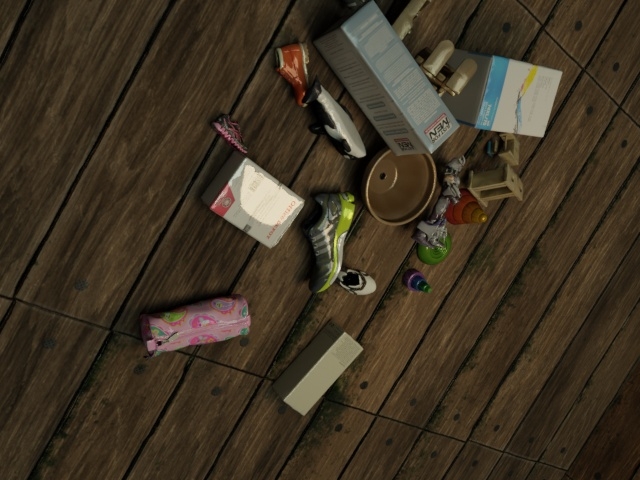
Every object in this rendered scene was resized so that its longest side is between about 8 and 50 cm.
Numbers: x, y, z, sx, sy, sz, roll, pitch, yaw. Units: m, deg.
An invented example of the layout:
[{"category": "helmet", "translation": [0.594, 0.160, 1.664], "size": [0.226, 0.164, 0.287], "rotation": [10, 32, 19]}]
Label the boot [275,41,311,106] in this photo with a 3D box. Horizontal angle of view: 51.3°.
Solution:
[{"category": "boot", "translation": [-0.071, -0.409, 1.660], "size": [0.084, 0.059, 0.158], "rotation": [-14, 109, -21]}]

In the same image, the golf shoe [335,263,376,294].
[{"category": "golf shoe", "translation": [0.103, 0.127, 1.966], "size": [0.198, 0.094, 0.077], "rotation": [23, 97, -37]}]

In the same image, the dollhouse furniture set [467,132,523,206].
[{"category": "dollhouse furniture set", "translation": [0.553, -0.220, 2.081], "size": [0.129, 0.129, 0.184], "rotation": [37, 55, -43]}]

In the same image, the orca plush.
[{"category": "orca plush", "translation": [0.014, -0.293, 1.725], "size": [0.102, 0.151, 0.287], "rotation": [-19, 156, 21]}]

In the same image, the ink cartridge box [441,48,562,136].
[{"category": "ink cartridge box", "translation": [0.501, -0.420, 1.896], "size": [0.270, 0.198, 0.197], "rotation": [1, 109, -30]}]

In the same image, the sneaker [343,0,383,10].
[{"category": "sneaker", "translation": [0.071, -0.624, 1.632], "size": [0.234, 0.078, 0.106], "rotation": [3, 106, -33]}]

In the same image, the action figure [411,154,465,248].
[{"category": "action figure", "translation": [0.369, -0.119, 1.974], "size": [0.185, 0.099, 0.285], "rotation": [-22, 133, -68]}]

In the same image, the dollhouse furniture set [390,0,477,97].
[{"category": "dollhouse furniture set", "translation": [0.291, -0.502, 1.736], "size": [0.242, 0.212, 0.161], "rotation": [37, 92, -9]}]

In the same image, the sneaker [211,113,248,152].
[{"category": "sneaker", "translation": [-0.213, -0.266, 1.647], "size": [0.119, 0.047, 0.057], "rotation": [45, 74, -37]}]

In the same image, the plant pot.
[{"category": "plant pot", "translation": [0.202, -0.170, 1.884], "size": [0.237, 0.110, 0.237], "rotation": [-12, 117, -26]}]

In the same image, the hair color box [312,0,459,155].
[{"category": "hair color box", "translation": [0.162, -0.390, 1.656], "size": [0.113, 0.185, 0.374], "rotation": [-43, 108, -13]}]

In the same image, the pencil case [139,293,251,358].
[{"category": "pencil case", "translation": [-0.327, 0.222, 1.742], "size": [0.284, 0.124, 0.124], "rotation": [-10, 115, -27]}]

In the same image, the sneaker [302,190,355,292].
[{"category": "sneaker", "translation": [0.000, 0.000, 1.858], "size": [0.121, 0.111, 0.300], "rotation": [8, 101, -22]}]

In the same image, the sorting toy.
[{"category": "sorting toy", "translation": [0.400, 0.016, 2.070], "size": [0.127, 0.126, 0.365], "rotation": [33, 91, -36]}]

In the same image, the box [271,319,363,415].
[{"category": "box", "translation": [-0.008, 0.383, 2.010], "size": [0.275, 0.094, 0.113], "rotation": [-46, 125, -5]}]

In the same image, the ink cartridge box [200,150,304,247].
[{"category": "ink cartridge box", "translation": [-0.171, -0.103, 1.708], "size": [0.218, 0.092, 0.158], "rotation": [36, 91, -34]}]
